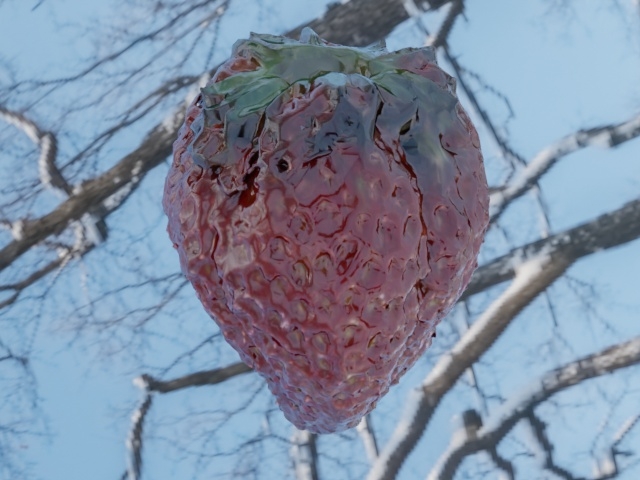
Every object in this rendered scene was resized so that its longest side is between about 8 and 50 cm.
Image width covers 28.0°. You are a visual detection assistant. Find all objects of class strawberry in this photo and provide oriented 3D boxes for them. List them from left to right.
[{"bbox_3d":[0.000,0.000,0.954,0.250,0.238,0.288,-28,-55,-43],"label":"strawberry"}]
